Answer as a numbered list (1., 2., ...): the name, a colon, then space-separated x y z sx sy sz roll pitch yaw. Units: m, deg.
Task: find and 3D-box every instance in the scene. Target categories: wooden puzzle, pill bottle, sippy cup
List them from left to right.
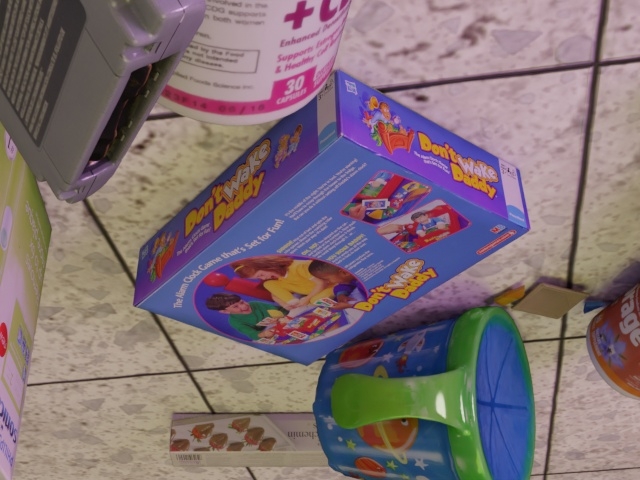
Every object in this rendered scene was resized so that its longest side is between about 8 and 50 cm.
1. pill bottle: -0.044 -0.216 0.550 0.160 0.160 0.283 5 145 -9
2. sippy cup: 0.122 0.204 1.131 0.224 0.240 0.305 -8 129 29
3. wooden puzzle: 0.274 0.070 1.107 0.116 0.014 0.078 18 146 -25
4. pill bottle: 0.408 0.084 1.035 0.121 0.121 0.216 13 142 -20

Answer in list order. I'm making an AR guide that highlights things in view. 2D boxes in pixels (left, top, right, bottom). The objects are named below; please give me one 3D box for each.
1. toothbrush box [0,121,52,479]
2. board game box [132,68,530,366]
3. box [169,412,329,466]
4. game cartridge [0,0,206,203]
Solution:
1. toothbrush box: -0.331 0.044 0.814 0.122 0.283 0.206 1 145 -3
2. board game box: 0.000 0.000 0.938 0.233 0.078 0.347 24 138 -31
3. box: -0.062 0.299 1.383 0.324 0.063 0.067 0 147 -1
4. game cartridge: -0.178 -0.155 0.595 0.062 0.198 0.297 -27 176 -29
